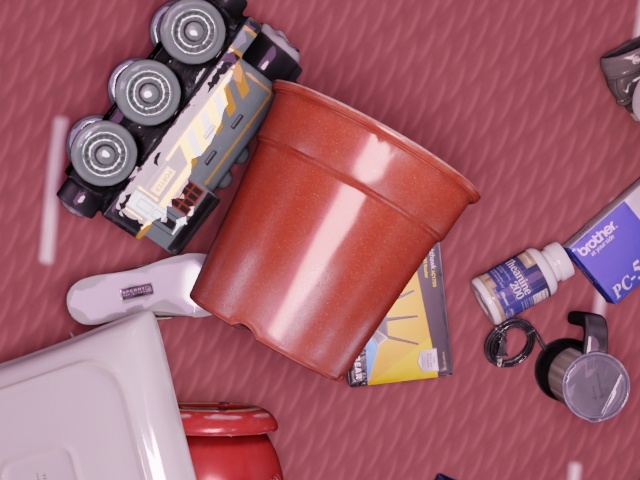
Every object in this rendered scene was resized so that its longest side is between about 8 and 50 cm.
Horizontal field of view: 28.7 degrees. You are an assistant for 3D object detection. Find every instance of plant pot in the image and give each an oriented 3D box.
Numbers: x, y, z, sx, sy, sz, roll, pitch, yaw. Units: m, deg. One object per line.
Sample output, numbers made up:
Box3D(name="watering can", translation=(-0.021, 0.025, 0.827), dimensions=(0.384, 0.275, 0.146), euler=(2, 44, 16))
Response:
Box3D(name="plant pot", translation=(-0.132, 0.284, 1.495), dimensions=(0.191, 0.191, 0.174), euler=(3, 87, -5))
Box3D(name="plant pot", translation=(0.000, 0.000, 1.426), dimensions=(0.272, 0.272, 0.265), euler=(30, 88, -6))

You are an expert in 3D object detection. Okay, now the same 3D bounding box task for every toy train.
Box3D(name="toy train", translation=(-0.168, -0.145, 1.501), dimensions=(0.190, 0.142, 0.334), euler=(37, 88, -18))

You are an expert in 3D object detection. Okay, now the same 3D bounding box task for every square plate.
Box3D(name="square plate", translation=(-0.305, 0.293, 1.427), dimensions=(0.344, 0.049, 0.347), euler=(-19, 78, 15))

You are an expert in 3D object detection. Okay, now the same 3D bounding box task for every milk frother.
Box3D(name="milk frother", translation=(0.289, 0.156, 1.549), dimensions=(0.143, 0.135, 0.129), euler=(-13, 93, -4))

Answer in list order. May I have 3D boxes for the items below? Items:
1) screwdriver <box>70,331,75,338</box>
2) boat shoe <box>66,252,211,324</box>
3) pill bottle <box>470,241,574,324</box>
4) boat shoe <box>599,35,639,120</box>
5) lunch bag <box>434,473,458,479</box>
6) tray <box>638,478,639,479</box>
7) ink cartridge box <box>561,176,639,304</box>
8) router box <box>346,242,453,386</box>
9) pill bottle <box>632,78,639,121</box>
Box3D(name="screwdriver", translation=(-0.269, 0.188, 1.560), dimensions=(0.025, 0.024, 0.170), euler=(-23, 93, 26))
Box3D(name="boat shoe", translation=(-0.199, 0.059, 1.534), dimensions=(0.219, 0.070, 0.078), euler=(-6, 89, -2))
Box3D(name="pill bottle", translation=(0.256, 0.051, 1.574), dimensions=(0.120, 0.067, 0.067), euler=(-29, 95, -3))
Box3D(name="boat shoe", translation=(0.498, -0.284, 1.556), dimensions=(0.335, 0.112, 0.095), euler=(-39, 100, 2))
Box3D(name="lunch bag", translation=(0.174, 0.342, 1.582), dimensions=(0.098, 0.067, 0.065), euler=(22, 91, -5))
Box3D(name="tray", translation=(0.356, 0.472, 1.537), dimensions=(0.076, 0.203, 0.411), euler=(33, 90, -5))
Box3D(name="ink cartridge box", translation=(0.418, -0.023, 1.595), dimensions=(0.207, 0.046, 0.097), euler=(-40, 95, -2))
Box3D(name="router box", translation=(0.090, 0.087, 1.572), dimensions=(0.133, 0.046, 0.179), euler=(-7, 93, -4))
Box3D(name="pill bottle", translation=(0.558, -0.078, 1.473), dimensions=(0.392, 0.224, 0.224), euler=(43, 89, -21))
